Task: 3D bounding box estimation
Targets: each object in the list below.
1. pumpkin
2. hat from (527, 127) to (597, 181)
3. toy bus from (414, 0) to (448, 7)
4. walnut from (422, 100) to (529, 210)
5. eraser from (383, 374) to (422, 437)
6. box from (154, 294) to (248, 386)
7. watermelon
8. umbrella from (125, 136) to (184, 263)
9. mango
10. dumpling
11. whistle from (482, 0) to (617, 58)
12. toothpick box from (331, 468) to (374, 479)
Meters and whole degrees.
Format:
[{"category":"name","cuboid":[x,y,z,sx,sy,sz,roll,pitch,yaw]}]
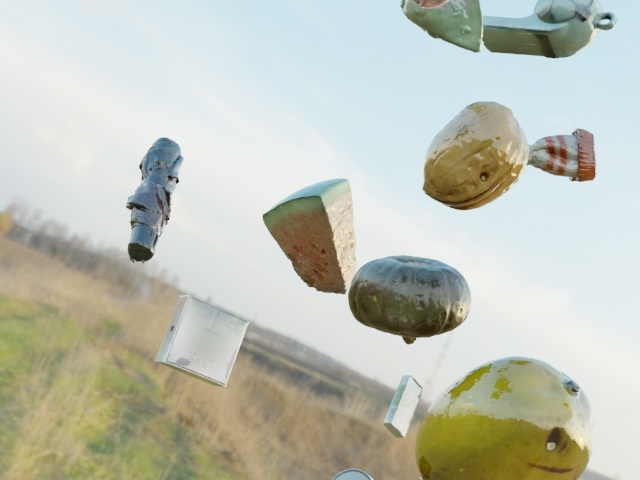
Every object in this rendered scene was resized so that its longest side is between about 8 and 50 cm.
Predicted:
[{"category":"pumpkin","cuboid":[0.154,0.110,1.618,0.219,0.162,0.219,2,10,0]},{"category":"hat","cuboid":[0.454,-0.166,1.779,0.163,0.112,0.093,4,-24,-1]},{"category":"toy bus","cuboid":[0.195,-0.459,1.445,0.063,0.090,0.203,-14,-18,-17]},{"category":"walnut","cuboid":[0.234,-0.121,1.373,0.144,0.180,0.144,46,14,-15]},{"category":"eraser","cuboid":[0.118,0.235,1.283,0.019,0.083,0.038,-12,-51,43]},{"category":"box","cuboid":[-0.214,0.184,1.646,0.130,0.129,0.051,27,-18,-25]},{"category":"watermelon","cuboid":[0.000,0.000,2.058,0.193,0.140,0.256,-7,-71,45]},{"category":"umbrella","cuboid":[-0.335,-0.085,1.802,0.094,0.326,0.090,7,-45,-1]},{"category":"mango","cuboid":[0.297,0.368,1.550,0.302,0.220,0.445,-3,-39,-19]},{"category":"dumpling","cuboid":[0.241,-0.453,1.750,0.217,0.105,0.149,44,-14,22]},{"category":"whistle","cuboid":[0.505,-0.485,1.971,0.290,0.163,0.163,15,-11,36]},{"category":"toothpick box","cuboid":[0.085,0.490,1.656,0.101,0.101,0.153,19,-21,39]}]
